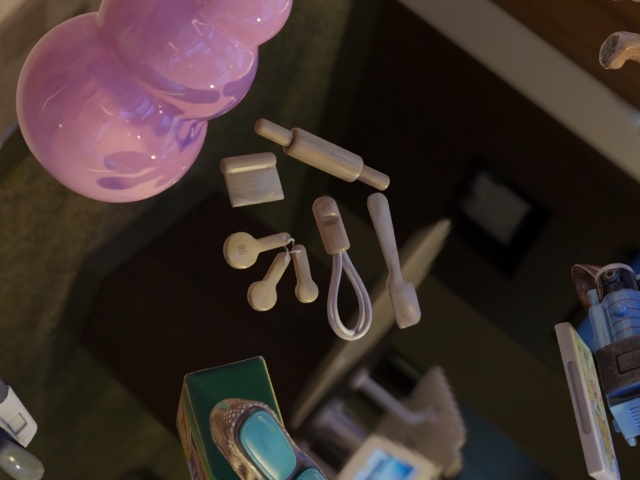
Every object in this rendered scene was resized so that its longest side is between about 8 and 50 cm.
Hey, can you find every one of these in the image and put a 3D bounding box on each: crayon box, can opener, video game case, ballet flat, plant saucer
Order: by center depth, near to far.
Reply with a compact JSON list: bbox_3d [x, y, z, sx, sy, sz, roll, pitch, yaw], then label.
[{"bbox_3d":[-0.044,0.220,1.367,0.073,0.067,0.206,-42,126,-24],"label":"ballet flat"},{"bbox_3d":[-0.383,0.191,1.659,0.076,0.095,0.283,-45,149,-19],"label":"can opener"},{"bbox_3d":[0.366,0.095,1.764,0.029,0.168,0.168,-32,168,-5],"label":"plant saucer"},{"bbox_3d":[-0.089,0.335,1.779,0.106,0.313,0.363,-14,166,-11],"label":"crayon box"},{"bbox_3d":[0.351,0.218,1.874,0.023,0.193,0.212,-14,163,13],"label":"video game case"}]

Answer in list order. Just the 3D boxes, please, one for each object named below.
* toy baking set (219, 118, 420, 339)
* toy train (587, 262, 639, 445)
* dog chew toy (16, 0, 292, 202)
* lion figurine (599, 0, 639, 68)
[{"bbox_3d":[0.000,-0.007,1.464,0.030,0.256,0.197,-13,-118,57],"label":"toy baking set"},{"bbox_3d":[0.284,0.100,1.284,0.080,0.184,0.105,-18,135,15],"label":"toy train"},{"bbox_3d":[-0.161,-0.192,1.492,0.332,0.206,0.206,-42,174,19],"label":"dog chew toy"},{"bbox_3d":[0.391,-0.204,1.188,0.392,0.240,0.142,133,-30,-56],"label":"lion figurine"}]
